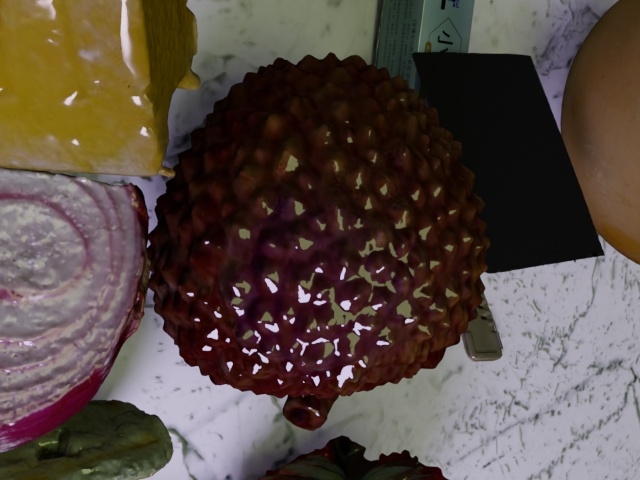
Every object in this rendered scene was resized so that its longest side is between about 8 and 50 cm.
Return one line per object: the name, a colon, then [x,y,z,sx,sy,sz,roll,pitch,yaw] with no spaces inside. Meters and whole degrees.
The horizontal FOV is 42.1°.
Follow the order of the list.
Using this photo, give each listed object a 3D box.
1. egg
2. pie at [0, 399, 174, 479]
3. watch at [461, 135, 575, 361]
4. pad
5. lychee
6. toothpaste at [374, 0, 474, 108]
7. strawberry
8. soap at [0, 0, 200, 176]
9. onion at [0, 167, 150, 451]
egg: [0.447,-0.131,1.010,0.301,0.301,0.373,-39,121,-21]
pie: [-0.255,0.191,0.683,0.248,0.201,0.089,-13,86,-39]
watch: [0.205,-0.016,0.925,0.102,0.165,0.268,9,60,-36]
pad: [0.192,-0.087,0.847,0.164,0.004,0.242,-6,71,-29]
lychee: [0.000,0.000,0.736,0.306,0.306,0.330,2,89,-36]
toothpaste: [0.106,-0.182,0.901,0.089,0.071,0.312,-3,104,-39]
strawberry: [0.026,0.350,0.883,0.261,0.261,0.257,-7,102,-34]
soap: [-0.241,-0.190,0.458,0.335,0.156,0.293,6,138,-2]
onion: [-0.243,0.050,0.613,0.216,0.207,0.206,8,83,-15]
